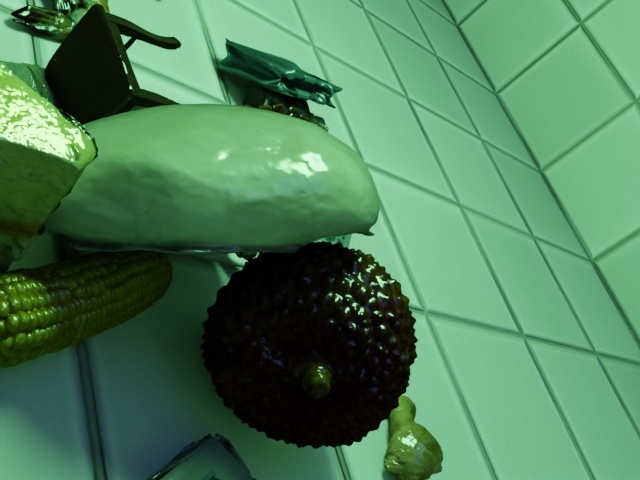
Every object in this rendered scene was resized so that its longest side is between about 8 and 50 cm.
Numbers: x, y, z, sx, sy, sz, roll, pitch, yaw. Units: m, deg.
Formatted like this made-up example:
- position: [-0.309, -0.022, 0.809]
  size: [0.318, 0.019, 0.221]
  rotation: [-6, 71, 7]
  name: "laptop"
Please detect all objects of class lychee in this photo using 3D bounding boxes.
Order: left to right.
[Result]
- position: [-0.013, 0.127, 1.002]
  size: [0.276, 0.276, 0.304]
  rotation: [45, 5, -10]
  name: "lychee"

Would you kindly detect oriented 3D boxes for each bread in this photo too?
- position: [-0.372, -0.088, 0.757]
  size: [0.236, 0.263, 0.198]
  rotation: [22, 45, -36]
  name: "bread"

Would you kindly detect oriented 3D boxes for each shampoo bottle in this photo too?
- position: [-0.064, -0.259, 1.586]
  size: [0.207, 0.057, 0.063]
  rotation: [10, 48, -49]
  name: "shampoo bottle"

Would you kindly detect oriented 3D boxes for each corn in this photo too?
- position: [-0.275, 0.068, 0.884]
  size: [0.102, 0.102, 0.313]
  rotation: [56, 26, 10]
  name: "corn"

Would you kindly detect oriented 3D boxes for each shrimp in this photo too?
- position: [-0.464, -0.411, 1.205]
  size: [0.233, 0.071, 0.365]
  rotation: [61, 25, 8]
  name: "shrimp"

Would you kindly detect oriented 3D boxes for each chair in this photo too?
- position: [-0.333, -0.207, 1.034]
  size: [0.319, 0.186, 0.160]
  rotation: [6, 57, -54]
  name: "chair"

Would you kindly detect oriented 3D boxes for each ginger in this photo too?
- position: [0.148, 0.312, 1.219]
  size: [0.096, 0.067, 0.165]
  rotation: [20, 36, -8]
  name: "ginger"

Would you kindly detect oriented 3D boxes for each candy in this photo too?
- position: [-0.157, -0.075, 0.959]
  size: [0.427, 0.386, 0.186]
  rotation: [-6, 99, -29]
  name: "candy"

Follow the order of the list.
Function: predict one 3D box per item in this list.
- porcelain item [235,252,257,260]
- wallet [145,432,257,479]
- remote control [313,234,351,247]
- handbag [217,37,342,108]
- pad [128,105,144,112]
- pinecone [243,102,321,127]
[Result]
- position: [-0.166, -0.058, 1.204]
  size: [0.216, 0.069, 0.081]
  rotation: [52, 17, 5]
  name: "porcelain item"
- position: [-0.096, 0.333, 0.863]
  size: [0.231, 0.069, 0.170]
  rotation: [53, 34, 7]
  name: "wallet"
- position: [0.001, 0.000, 1.238]
  size: [0.103, 0.051, 0.293]
  rotation: [15, 85, -46]
  name: "remote control"
- position: [-0.078, -0.330, 1.568]
  size: [0.179, 0.062, 0.229]
  rotation: [33, 18, 34]
  name: "handbag"
- position: [-0.327, -0.207, 1.220]
  size: [0.190, 0.004, 0.127]
  rotation: [26, 38, -36]
  name: "pad"
- position: [-0.083, -0.140, 1.294]
  size: [0.207, 0.208, 0.208]
  rotation: [34, 33, -26]
  name: "pinecone"
